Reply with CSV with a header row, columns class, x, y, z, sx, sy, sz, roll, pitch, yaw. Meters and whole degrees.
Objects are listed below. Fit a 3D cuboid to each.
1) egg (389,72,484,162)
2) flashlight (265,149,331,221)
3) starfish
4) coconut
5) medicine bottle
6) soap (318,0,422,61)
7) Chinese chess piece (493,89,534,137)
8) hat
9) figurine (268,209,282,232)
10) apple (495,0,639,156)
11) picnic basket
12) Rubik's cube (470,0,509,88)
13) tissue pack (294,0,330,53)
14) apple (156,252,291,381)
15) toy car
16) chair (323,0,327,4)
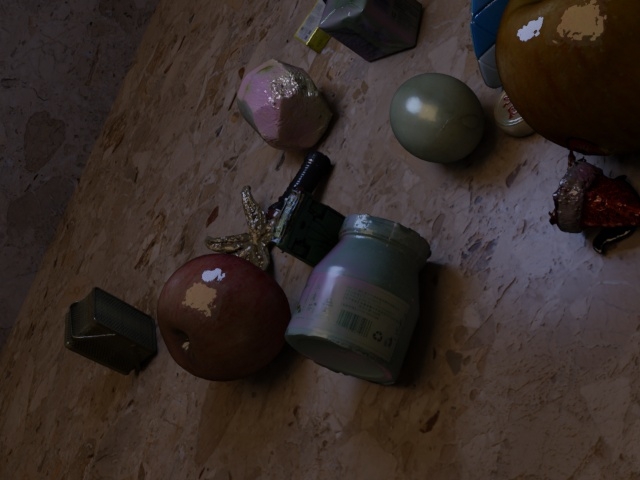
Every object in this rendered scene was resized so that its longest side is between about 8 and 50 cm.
class,x,y,z,sx,sy,sz,roll,pitch,yaw
egg,0.247,-0.265,1.617,0.186,0.187,0.253,-57,36,8
flashlight,-0.052,-0.131,1.961,0.093,0.093,0.231,11,65,53
starfish,-0.194,0.001,2.067,0.375,0.094,0.327,-45,39,10
coconut,-0.104,-0.387,2.089,0.233,0.233,0.245,-53,41,13
medicine bottle,0.090,0.115,1.530,0.245,0.245,0.289,-3,57,50
soap,0.131,-0.582,1.954,0.182,0.200,0.138,-6,66,50
Chinese chess piece,0.413,-0.272,1.535,0.122,0.051,0.122,-30,47,37
hat,0.506,-0.062,1.267,0.228,0.128,0.140,19,60,36
figurine,-0.051,-0.022,1.857,0.132,0.154,0.132,-28,49,37
apple,0.485,-0.339,1.252,0.400,0.334,0.400,-27,50,38
picnic basket,-0.640,0.283,2.299,0.139,0.267,0.165,-41,37,17
Rubik's cube,0.394,-0.449,1.603,0.254,0.255,0.254,-29,48,37
tissue pack,0.007,-0.665,2.274,0.176,0.062,0.095,-54,39,10
apple,-0.245,0.193,1.812,0.345,0.344,0.269,2,47,51
toy car,0.000,0.000,1.645,0.097,0.321,0.141,21,84,34
chair,0.074,-0.720,2.117,0.159,0.247,0.172,-26,30,23
